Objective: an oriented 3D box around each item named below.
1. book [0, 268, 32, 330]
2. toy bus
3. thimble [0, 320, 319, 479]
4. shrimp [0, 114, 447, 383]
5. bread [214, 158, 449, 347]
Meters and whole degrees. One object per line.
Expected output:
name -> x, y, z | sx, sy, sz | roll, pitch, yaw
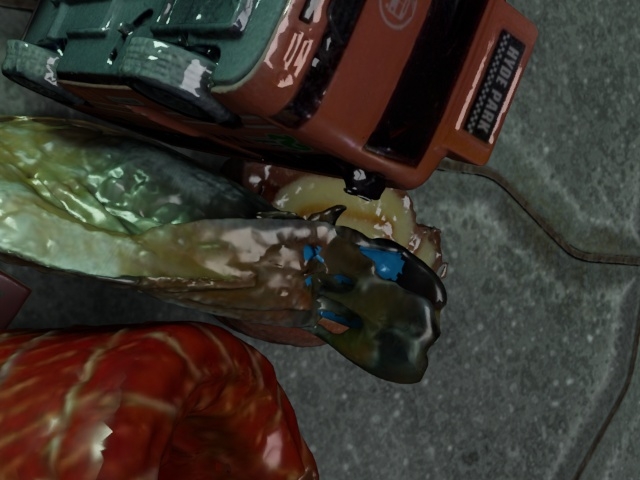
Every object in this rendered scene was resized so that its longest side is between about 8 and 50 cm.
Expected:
book -> -0.370, 0.096, 0.829 | 0.162, 0.022, 0.231 | 38, 78, -29
toy bus -> -0.063, -0.160, 0.737 | 0.233, 0.427, 0.203 | 25, 85, -35
thimble -> -0.155, 0.229, 0.771 | 0.350, 0.231, 0.350 | -8, 90, -68
shrimp -> -0.116, -0.005, 0.775 | 0.446, 0.221, 0.109 | 18, 112, 3
bread -> -0.001, 0.013, 0.982 | 0.244, 0.123, 0.190 | 7, 97, -32
